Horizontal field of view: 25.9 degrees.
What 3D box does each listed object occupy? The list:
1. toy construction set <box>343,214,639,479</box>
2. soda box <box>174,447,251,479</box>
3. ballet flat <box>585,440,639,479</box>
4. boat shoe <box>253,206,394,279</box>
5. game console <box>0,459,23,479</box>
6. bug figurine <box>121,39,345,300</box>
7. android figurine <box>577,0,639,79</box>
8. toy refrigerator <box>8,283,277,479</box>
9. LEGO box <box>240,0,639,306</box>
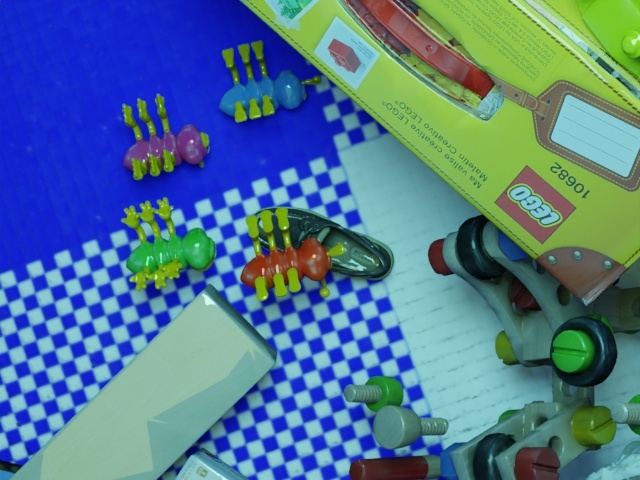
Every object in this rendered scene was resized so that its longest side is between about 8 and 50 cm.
[{"bbox_3d":[0.197,0.131,1.305,0.309,0.237,0.257,-42,57,34],"label":"toy construction set"},{"bbox_3d":[-0.151,0.317,1.386,0.074,0.069,0.216,33,92,5],"label":"soda box"},{"bbox_3d":[0.253,0.248,1.228,0.147,0.147,0.409,54,134,5],"label":"ballet flat"},{"bbox_3d":[0.000,0.000,1.394,0.152,0.049,0.056,15,88,5],"label":"boat shoe"},{"bbox_3d":[-0.372,0.282,1.401,0.144,0.124,0.085,12,115,6],"label":"game console"},{"bbox_3d":[-0.092,-0.052,1.369,0.216,0.072,0.279,-10,65,5],"label":"bug figurine"},{"bbox_3d":[0.298,-0.188,1.076,0.248,0.272,0.056,59,138,20],"label":"android figurine"},{"bbox_3d":[-0.173,0.174,1.384,0.269,0.094,0.102,-45,92,2],"label":"toy refrigerator"},{"bbox_3d":[0.167,-0.250,1.221,0.500,0.372,0.193,42,136,5],"label":"LEGO box"}]
